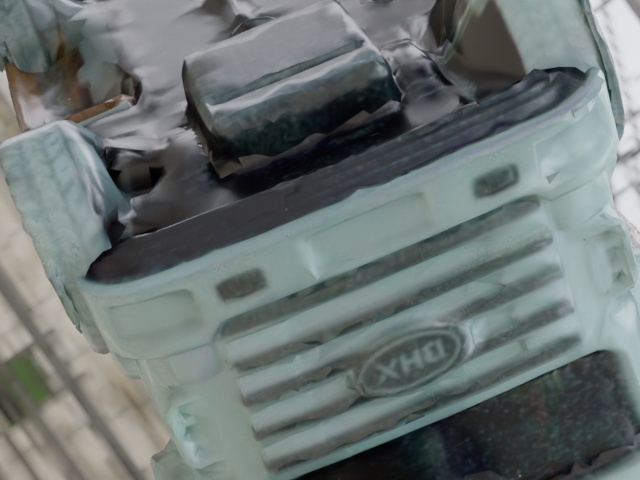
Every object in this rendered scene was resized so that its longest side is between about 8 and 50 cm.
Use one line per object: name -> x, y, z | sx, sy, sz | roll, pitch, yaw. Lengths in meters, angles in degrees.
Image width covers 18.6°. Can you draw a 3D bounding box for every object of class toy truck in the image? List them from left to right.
toy truck -> 0.000, 0.000, 0.527 | 0.338, 0.133, 0.184 | -120, -172, -63

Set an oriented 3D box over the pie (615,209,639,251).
pie -> 0.188, 0.043, 1.220 | 0.187, 0.041, 0.187 | 44, 25, -26
